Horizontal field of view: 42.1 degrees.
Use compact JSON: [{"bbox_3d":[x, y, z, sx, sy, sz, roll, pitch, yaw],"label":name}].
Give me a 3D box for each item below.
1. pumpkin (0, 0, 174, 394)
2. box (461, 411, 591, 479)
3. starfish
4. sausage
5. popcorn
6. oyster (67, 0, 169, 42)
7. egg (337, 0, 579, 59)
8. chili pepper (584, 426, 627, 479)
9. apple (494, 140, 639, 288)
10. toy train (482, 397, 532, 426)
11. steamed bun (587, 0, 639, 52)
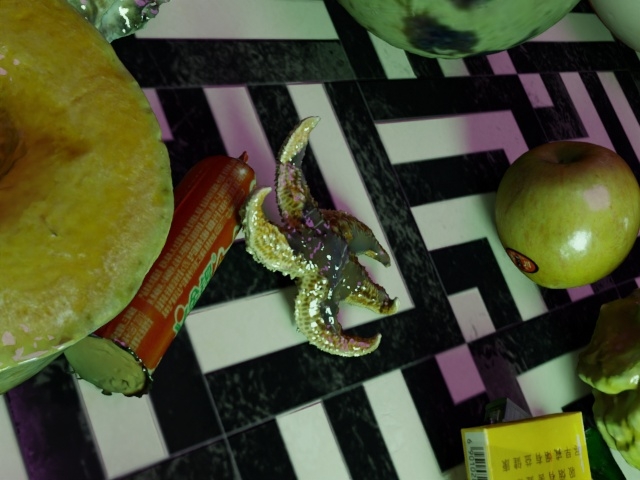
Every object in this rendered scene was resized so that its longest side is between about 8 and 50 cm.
[{"bbox_3d":[-0.285,-0.024,0.526,0.332,0.199,0.332,24,47,-28],"label":"pumpkin"},{"bbox_3d":[0.217,0.310,0.810,0.152,0.043,0.269,2,78,-35],"label":"box"},{"bbox_3d":[-0.002,0.000,0.790,0.238,0.071,0.216,20,59,-58],"label":"starfish"},{"bbox_3d":[-0.119,0.007,0.705,0.083,0.083,0.264,40,48,-15],"label":"sausage"},{"bbox_3d":[0.450,0.157,0.942,0.282,0.282,0.247,-29,102,-43],"label":"popcorn"},{"bbox_3d":[-0.240,-0.258,0.717,0.198,0.112,0.267,55,40,0],"label":"oyster"},{"bbox_3d":[0.171,-0.389,0.961,0.345,0.345,0.428,54,34,-3],"label":"egg"},{"bbox_3d":[0.320,0.305,0.912,0.098,0.061,0.224,-18,81,-42],"label":"chili pepper"},{"bbox_3d":[0.295,-0.030,0.997,0.182,0.182,0.155,-37,122,-43],"label":"apple"},{"bbox_3d":[0.211,0.211,0.889,0.093,0.038,0.056,38,47,-17],"label":"toy train"},{"bbox_3d":[0.568,-0.456,1.377,0.374,0.241,0.375,22,51,-30],"label":"steamed bun"}]
